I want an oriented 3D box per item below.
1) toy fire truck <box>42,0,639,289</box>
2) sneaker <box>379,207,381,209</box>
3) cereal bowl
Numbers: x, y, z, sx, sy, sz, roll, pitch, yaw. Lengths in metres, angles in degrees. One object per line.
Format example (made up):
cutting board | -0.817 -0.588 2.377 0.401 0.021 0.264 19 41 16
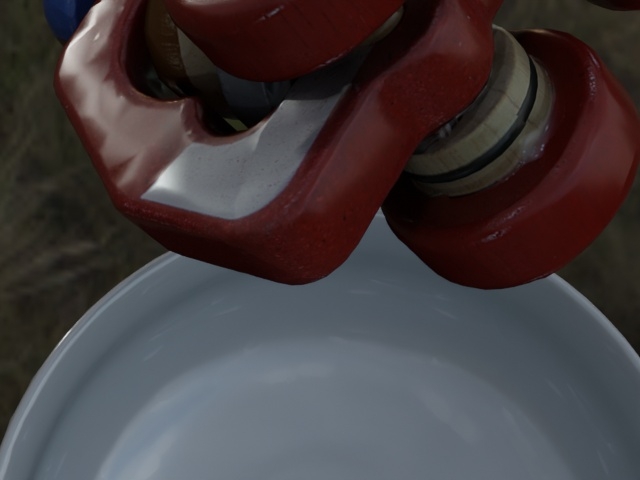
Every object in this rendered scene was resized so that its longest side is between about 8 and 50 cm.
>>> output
toy fire truck | 0.010 -0.127 0.763 0.254 0.169 0.302 15 69 50
sneaker | 0.001 0.000 1.497 0.090 0.270 0.145 27 14 8
cereal bowl | 0.007 0.163 0.944 0.339 0.141 0.339 2 74 -6
